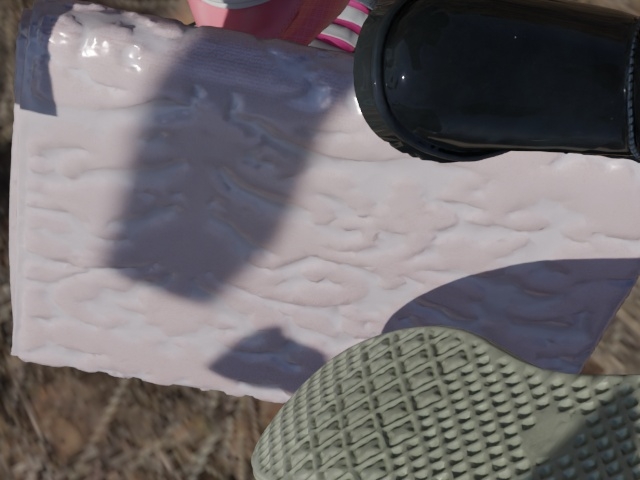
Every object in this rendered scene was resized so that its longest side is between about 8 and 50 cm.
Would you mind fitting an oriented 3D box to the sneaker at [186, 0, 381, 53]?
[{"bbox_3d":[0.017,-0.111,1.437,0.295,0.178,0.124,-31,161,-36],"label":"sneaker"}]

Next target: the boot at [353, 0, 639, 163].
[{"bbox_3d":[0.081,-0.038,0.450,0.121,0.099,0.045,5,89,-45],"label":"boot"}]

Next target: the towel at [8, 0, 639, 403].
[{"bbox_3d":[0.000,0.000,1.032,0.332,0.053,0.317,9,148,-5],"label":"towel"}]

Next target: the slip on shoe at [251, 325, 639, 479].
[{"bbox_3d":[0.091,0.112,0.851,0.123,0.331,0.101,-50,123,-28],"label":"slip on shoe"}]

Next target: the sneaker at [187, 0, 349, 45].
[{"bbox_3d":[-0.012,-0.217,1.243,0.116,0.314,0.136,14,136,18],"label":"sneaker"}]
